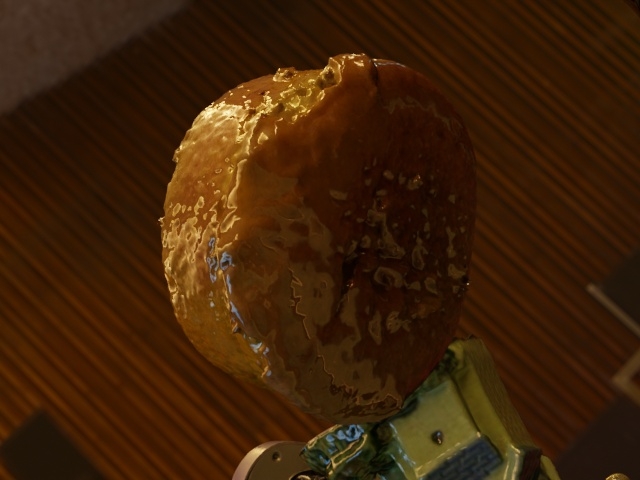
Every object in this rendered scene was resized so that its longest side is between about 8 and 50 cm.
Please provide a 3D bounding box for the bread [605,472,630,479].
[{"bbox_3d":[0.326,0.286,1.997,0.033,0.049,0.088,-43,-2,22],"label":"bread"}]

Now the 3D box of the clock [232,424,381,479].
[{"bbox_3d":[0.008,0.285,1.901,0.198,0.172,0.064,-10,2,-28],"label":"clock"}]

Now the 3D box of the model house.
[{"bbox_3d":[0.115,0.212,1.644,0.195,0.189,0.214,-37,-12,6],"label":"model house"}]

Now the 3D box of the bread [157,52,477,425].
[{"bbox_3d":[0.000,0.000,1.313,0.268,0.145,0.268,-6,-82,-45],"label":"bread"}]

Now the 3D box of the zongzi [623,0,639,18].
[{"bbox_3d":[0.299,-0.198,1.146,0.383,0.362,0.319,-23,-37,-32],"label":"zongzi"}]
